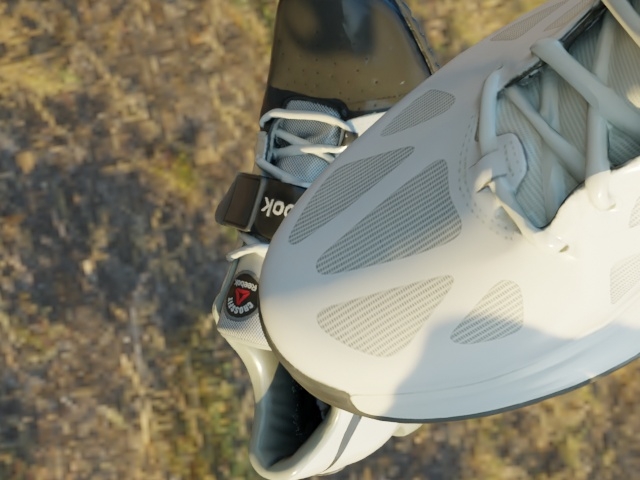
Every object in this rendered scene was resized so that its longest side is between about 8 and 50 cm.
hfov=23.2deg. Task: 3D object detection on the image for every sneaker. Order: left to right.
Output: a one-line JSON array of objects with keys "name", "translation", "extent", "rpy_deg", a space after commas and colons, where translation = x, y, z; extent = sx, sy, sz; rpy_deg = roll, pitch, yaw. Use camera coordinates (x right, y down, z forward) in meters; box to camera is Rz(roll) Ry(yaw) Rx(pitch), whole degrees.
[{"name": "sneaker", "translation": [0.000, 0.000, 0.950], "extent": [0.146, 0.122, 0.330], "rpy_deg": [-27, 120, -47]}, {"name": "sneaker", "translation": [0.129, -0.093, 0.588], "extent": [0.257, 0.448, 0.169], "rpy_deg": [36, 27, -59]}]
